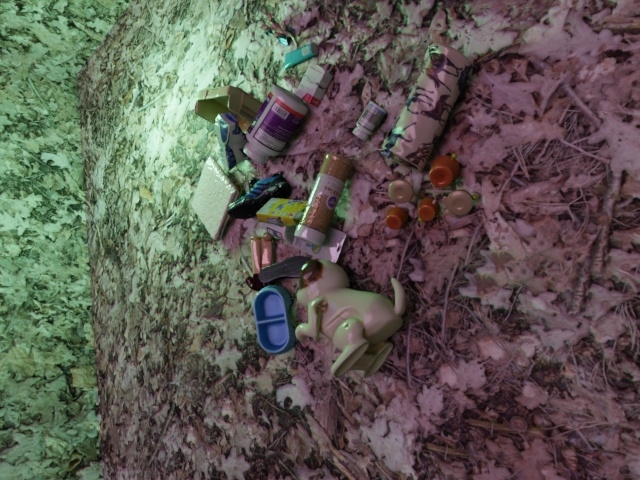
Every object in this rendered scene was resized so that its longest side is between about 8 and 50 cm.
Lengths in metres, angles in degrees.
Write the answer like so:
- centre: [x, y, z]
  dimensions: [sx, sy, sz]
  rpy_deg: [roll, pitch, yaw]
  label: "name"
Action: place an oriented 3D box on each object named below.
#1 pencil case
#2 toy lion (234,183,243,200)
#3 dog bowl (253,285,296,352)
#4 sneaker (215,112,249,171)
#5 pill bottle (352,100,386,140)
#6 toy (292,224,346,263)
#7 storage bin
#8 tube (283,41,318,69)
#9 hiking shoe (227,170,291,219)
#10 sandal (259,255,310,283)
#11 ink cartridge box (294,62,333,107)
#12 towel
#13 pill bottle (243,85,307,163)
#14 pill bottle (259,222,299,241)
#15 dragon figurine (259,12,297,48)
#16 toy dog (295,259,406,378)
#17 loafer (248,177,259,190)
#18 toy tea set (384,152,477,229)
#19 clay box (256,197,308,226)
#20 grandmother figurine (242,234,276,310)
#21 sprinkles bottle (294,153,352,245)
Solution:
- centre: [0.353, -0.451, 1.451]
  dimensions: [0.183, 0.160, 0.410]
  rpy_deg: [28, 104, 16]
  label: "pencil case"
- centre: [-0.428, -0.232, 2.145]
  dimensions: [0.096, 0.034, 0.100]
  rpy_deg: [-23, 71, 27]
  label: "toy lion"
- centre: [-0.201, 0.339, 1.812]
  dimensions: [0.165, 0.074, 0.297]
  rpy_deg: [-11, 82, 7]
  label: "dog bowl"
- centre: [-0.388, -0.483, 2.022]
  dimensions: [0.127, 0.182, 0.315]
  rpy_deg: [52, 153, 23]
  label: "sneaker"
- centre: [0.186, -0.458, 1.641]
  dimensions: [0.078, 0.078, 0.137]
  rpy_deg: [47, 114, 32]
  label: "pill bottle"
- centre: [0.000, 0.000, 1.751]
  dimensions: [0.237, 0.056, 0.137]
  rpy_deg: [23, 98, 31]
  label: "toy"
- centre: [-0.421, -0.620, 2.034]
  dimensions: [0.262, 0.260, 0.123]
  rpy_deg: [9, 83, 40]
  label: "storage bin"
- centre: [-0.099, -0.842, 1.939]
  dimensions: [0.207, 0.052, 0.080]
  rpy_deg: [0, 77, 44]
  label: "tube"
- centre: [-0.282, -0.198, 1.927]
  dimensions: [0.304, 0.113, 0.132]
  rpy_deg: [-25, 49, -5]
  label: "hiking shoe"
- centre: [-0.143, 0.127, 1.837]
  dimensions: [0.254, 0.054, 0.097]
  rpy_deg: [-12, 67, 20]
  label: "sandal"
- centre: [-0.029, -0.675, 1.849]
  dimensions: [0.109, 0.063, 0.150]
  rpy_deg: [42, 110, 34]
  label: "ink cartridge box"
- centre: [-0.543, -0.215, 2.188]
  dimensions: [0.332, 0.053, 0.317]
  rpy_deg: [49, 124, 34]
  label: "towel"
- centre: [-0.211, -0.508, 1.902]
  dimensions: [0.323, 0.181, 0.181]
  rpy_deg: [-52, 57, 22]
  label: "pill bottle"
- centre: [-0.181, -0.067, 1.874]
  dimensions: [0.180, 0.108, 0.108]
  rpy_deg: [22, 99, 39]
  label: "pill bottle"
- centre: [-0.180, -0.972, 1.990]
  dimensions: [0.289, 0.144, 0.085]
  rpy_deg: [34, 107, 17]
  label: "dragon figurine"
- centre: [0.068, 0.236, 1.532]
  dimensions: [0.408, 0.284, 0.395]
  rpy_deg: [42, 110, 36]
  label: "toy dog"
- centre: [-0.286, -0.184, 2.004]
  dimensions: [0.078, 0.076, 0.223]
  rpy_deg: [130, 123, -68]
  label: "loafer"
- centre: [0.357, -0.160, 1.468]
  dimensions: [0.336, 0.124, 0.200]
  rpy_deg: [-17, 107, 34]
  label: "toy tea set"
- centre: [-0.144, -0.118, 1.791]
  dimensions: [0.222, 0.127, 0.053]
  rpy_deg: [10, 133, 30]
  label: "clay box"
- centre: [-0.271, 0.153, 1.927]
  dimensions: [0.207, 0.104, 0.343]
  rpy_deg: [-10, 77, 38]
  label: "grandmother figurine"
- centre: [0.012, -0.160, 1.679]
  dimensions: [0.121, 0.121, 0.355]
  rpy_deg: [17, 84, 39]
  label: "sprinkles bottle"
